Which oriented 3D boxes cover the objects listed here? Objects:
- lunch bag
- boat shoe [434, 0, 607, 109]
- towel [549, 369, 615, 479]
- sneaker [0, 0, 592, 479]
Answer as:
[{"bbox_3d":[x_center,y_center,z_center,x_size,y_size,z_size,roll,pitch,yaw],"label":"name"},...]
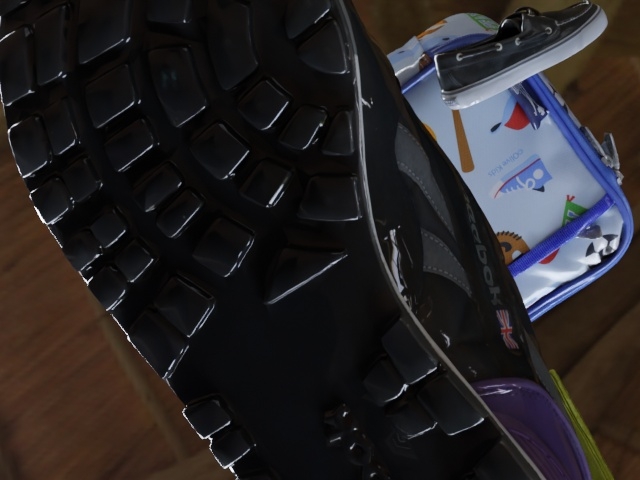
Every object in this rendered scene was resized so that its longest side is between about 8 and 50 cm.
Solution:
[{"bbox_3d":[0.082,-0.012,1.054,0.303,0.115,0.243,-35,-71,10],"label":"lunch bag"},{"bbox_3d":[0.139,-0.137,0.944,0.049,0.142,0.040,14,-50,61],"label":"boat shoe"},{"bbox_3d":[0.233,0.247,1.290,0.102,0.021,0.237,-35,-109,27],"label":"towel"},{"bbox_3d":[0.000,0.000,0.431,0.107,0.124,0.283,-23,-83,20],"label":"sneaker"}]
